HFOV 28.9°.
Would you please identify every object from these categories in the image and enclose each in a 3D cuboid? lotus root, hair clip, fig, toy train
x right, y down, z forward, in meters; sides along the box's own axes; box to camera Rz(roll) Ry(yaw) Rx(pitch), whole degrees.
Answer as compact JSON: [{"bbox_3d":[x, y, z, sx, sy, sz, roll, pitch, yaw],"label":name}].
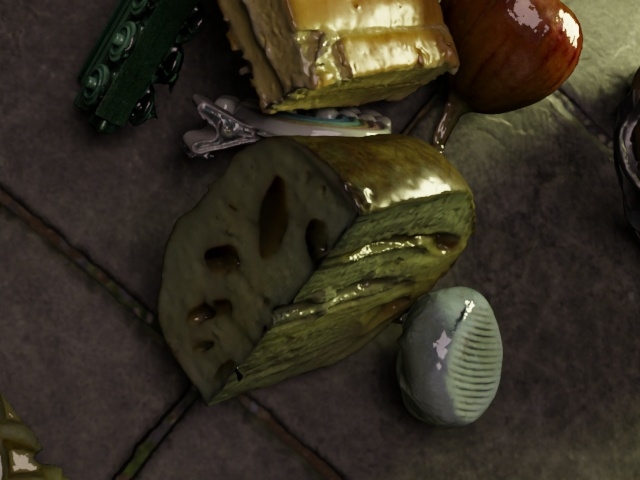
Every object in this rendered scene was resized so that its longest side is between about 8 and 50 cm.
[{"bbox_3d":[0.014,-0.010,1.101,0.260,0.267,0.149,-17,63,-47],"label":"lotus root"},{"bbox_3d":[-0.022,-0.103,1.178,0.220,0.140,0.054,2,104,-20],"label":"hair clip"},{"bbox_3d":[0.187,-0.194,1.283,0.149,0.202,0.148,3,41,-19],"label":"fig"},{"bbox_3d":[-0.165,-0.180,1.131,0.071,0.111,0.170,25,105,-30],"label":"toy train"}]

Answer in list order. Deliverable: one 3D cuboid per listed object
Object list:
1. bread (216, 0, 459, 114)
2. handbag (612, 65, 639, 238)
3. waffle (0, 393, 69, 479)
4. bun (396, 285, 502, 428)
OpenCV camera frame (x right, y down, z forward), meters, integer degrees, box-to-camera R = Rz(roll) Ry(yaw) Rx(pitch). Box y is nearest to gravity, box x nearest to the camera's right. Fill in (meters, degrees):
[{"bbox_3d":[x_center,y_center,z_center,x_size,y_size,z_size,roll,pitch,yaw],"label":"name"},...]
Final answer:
[{"bbox_3d":[0.000,-0.242,1.177,0.246,0.111,0.239,-11,76,-50],"label":"bread"},{"bbox_3d":[0.431,-0.089,1.336,0.283,0.149,0.302,3,77,-23],"label":"handbag"},{"bbox_3d":[-0.354,0.233,0.994,0.309,0.056,0.292,47,65,-5],"label":"waffle"},{"bbox_3d":[0.115,0.110,1.184,0.141,0.083,0.141,-17,110,-56],"label":"bun"}]
